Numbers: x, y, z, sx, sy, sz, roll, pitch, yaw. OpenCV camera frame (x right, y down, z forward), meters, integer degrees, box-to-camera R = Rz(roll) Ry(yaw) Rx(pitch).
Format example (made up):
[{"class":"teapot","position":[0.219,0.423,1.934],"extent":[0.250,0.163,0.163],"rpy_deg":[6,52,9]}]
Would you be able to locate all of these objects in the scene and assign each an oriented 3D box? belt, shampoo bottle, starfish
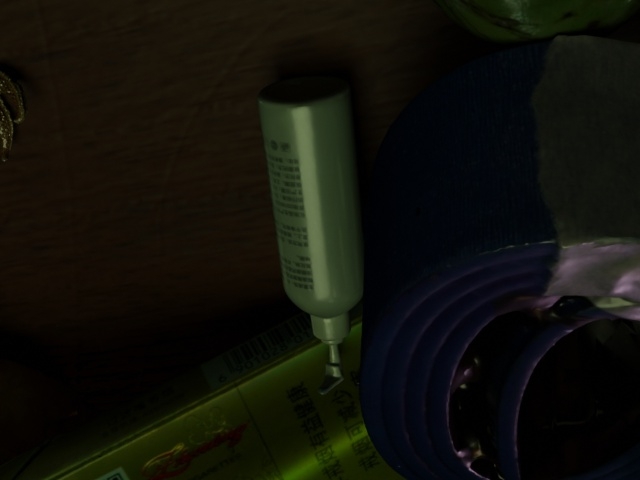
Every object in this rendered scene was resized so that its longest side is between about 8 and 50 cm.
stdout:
[{"class":"belt","position":[0.126,0.044,0.612],"extent":[0.212,0.117,0.347],"rpy_deg":[2,149,4]},{"class":"shampoo bottle","position":[0.000,0.000,0.684],"extent":[0.056,0.056,0.195],"rpy_deg":[0,116,13]},{"class":"starfish","position":[-0.221,-0.088,0.706],"extent":[0.078,0.028,0.091],"rpy_deg":[-17,127,28]}]

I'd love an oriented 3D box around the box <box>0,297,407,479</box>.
[{"class":"box","position":[-0.074,0.167,0.775],"extent":[0.311,0.043,0.173],"rpy_deg":[-28,125,-7]}]

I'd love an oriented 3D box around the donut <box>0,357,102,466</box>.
[{"class":"donut","position":[-0.286,0.215,0.898],"extent":[0.330,0.160,0.330],"rpy_deg":[8,124,12]}]

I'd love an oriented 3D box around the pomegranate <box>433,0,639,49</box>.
[{"class":"pomegranate","position":[0.071,-0.165,0.512],"extent":[0.191,0.131,0.152],"rpy_deg":[15,134,9]}]
